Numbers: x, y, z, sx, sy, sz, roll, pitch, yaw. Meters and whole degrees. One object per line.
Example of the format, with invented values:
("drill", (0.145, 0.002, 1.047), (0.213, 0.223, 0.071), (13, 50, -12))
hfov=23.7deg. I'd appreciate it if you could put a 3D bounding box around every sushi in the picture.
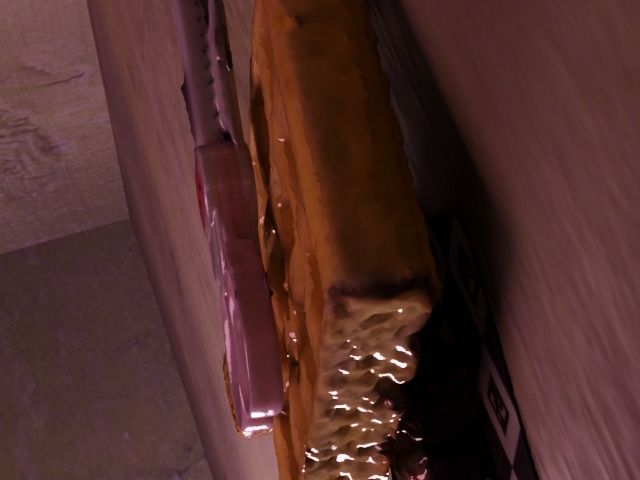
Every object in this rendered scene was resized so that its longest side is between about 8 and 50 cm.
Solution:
("sushi", (0.054, 0.101, 0.816), (0.231, 0.047, 0.220), (174, 80, -80))

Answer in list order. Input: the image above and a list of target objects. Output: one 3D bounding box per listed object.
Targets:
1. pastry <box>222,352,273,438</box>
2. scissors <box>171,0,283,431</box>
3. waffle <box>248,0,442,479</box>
("pastry", (-0.070, 0.154, 1.584), (0.109, 0.057, 0.097), (-138, 35, -70))
("scissors", (-0.049, -0.022, 0.802), (0.118, 0.030, 0.242), (113, 148, -73))
("waffle", (0.000, 0.000, 0.777), (0.248, 0.055, 0.221), (98, 165, -54))
